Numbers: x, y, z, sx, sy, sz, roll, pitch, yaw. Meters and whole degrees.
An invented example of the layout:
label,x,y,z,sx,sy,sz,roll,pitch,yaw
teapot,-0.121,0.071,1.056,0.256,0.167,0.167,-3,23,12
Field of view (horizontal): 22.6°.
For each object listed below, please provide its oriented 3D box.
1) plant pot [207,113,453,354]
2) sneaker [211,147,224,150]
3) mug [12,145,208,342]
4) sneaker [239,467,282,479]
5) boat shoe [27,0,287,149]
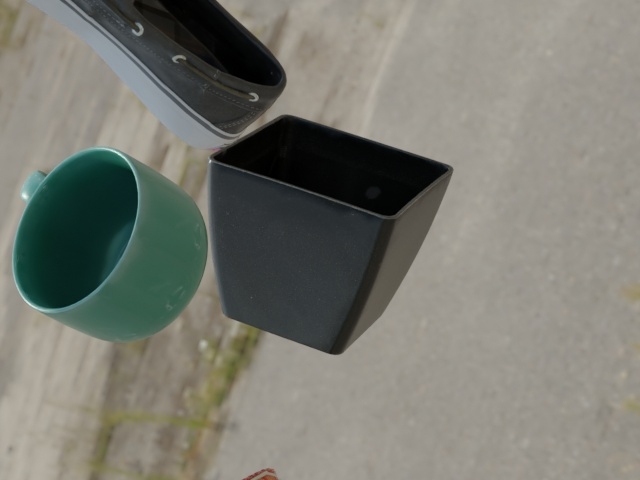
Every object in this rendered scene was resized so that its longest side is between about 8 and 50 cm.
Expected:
label,x,y,z,sx,sy,sz,roll,pitch,yaw
plant pot,0.000,0.000,1.542,0.187,0.188,0.167,-39,-37,-61
sneaker,-0.138,-0.145,1.732,0.057,0.119,0.047,-48,11,29
mug,-0.148,-0.002,1.176,0.129,0.097,0.157,-31,50,24
sneaker,-0.053,0.256,1.509,0.067,0.064,0.175,66,-170,20
boat shoe,-0.108,-0.145,0.884,0.076,0.228,0.080,-30,22,34
